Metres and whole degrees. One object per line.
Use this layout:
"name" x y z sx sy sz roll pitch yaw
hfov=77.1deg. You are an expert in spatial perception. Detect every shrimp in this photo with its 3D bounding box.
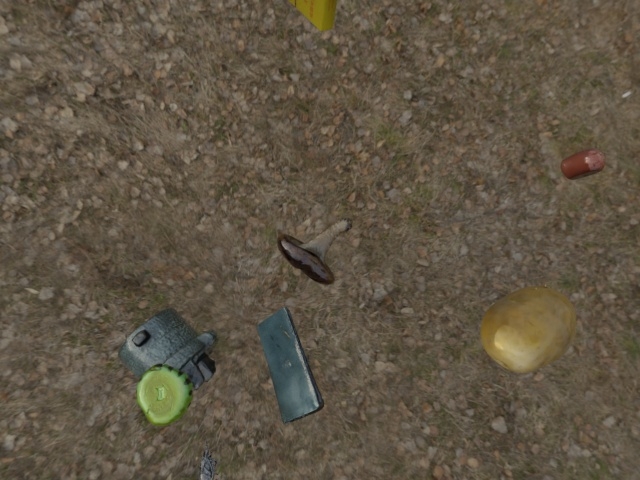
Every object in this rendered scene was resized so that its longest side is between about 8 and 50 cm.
"shrimp" -0.360 0.734 1.298 0.065 0.057 0.165 -2 70 -8

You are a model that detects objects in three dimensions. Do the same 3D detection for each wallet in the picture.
"wallet" -0.120 0.447 1.452 0.046 0.190 0.379 11 50 -50

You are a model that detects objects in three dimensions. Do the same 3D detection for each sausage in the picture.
"sausage" 0.583 -0.171 0.897 0.058 0.094 0.054 -2 81 -17

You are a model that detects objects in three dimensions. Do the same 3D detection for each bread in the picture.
"bread" -0.380 0.374 0.979 0.139 0.071 0.130 33 71 5

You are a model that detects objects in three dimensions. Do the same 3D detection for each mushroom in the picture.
"mushroom" 0.000 0.000 1.224 0.226 0.148 0.218 36 97 -29

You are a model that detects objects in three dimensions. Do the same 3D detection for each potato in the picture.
"potato" 0.448 0.183 0.868 0.233 0.150 0.146 -20 111 -27

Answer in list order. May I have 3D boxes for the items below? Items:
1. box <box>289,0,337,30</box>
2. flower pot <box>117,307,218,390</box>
"box" -0.030 -0.328 0.472 0.023 0.087 0.155 -28 65 -21
"flower pot" -0.492 0.397 1.378 0.283 0.299 0.299 44 74 9
